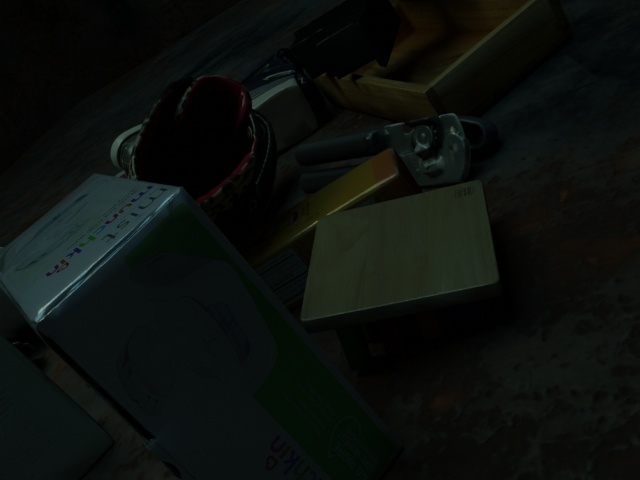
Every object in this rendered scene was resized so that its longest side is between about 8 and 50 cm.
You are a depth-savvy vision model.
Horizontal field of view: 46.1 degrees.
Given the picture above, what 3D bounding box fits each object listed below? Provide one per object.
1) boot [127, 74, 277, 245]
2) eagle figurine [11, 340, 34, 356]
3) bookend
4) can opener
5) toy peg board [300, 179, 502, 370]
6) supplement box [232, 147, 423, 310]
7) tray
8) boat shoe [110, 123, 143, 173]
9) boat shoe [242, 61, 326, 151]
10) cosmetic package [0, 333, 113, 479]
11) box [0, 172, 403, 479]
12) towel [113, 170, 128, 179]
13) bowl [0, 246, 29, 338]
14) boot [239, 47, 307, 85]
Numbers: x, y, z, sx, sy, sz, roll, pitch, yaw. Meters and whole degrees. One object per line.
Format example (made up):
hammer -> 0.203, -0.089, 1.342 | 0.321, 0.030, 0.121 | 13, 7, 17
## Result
boot -> -0.131, -0.086, 0.905 | 0.377, 0.138, 0.284 | -61, -2, -34
eagle figurine -> -0.592, 0.242, 1.105 | 0.299, 0.225, 0.226 | 5, 86, 17
bookend -> 0.025, -0.280, 1.090 | 0.156, 0.072, 0.157 | -24, 28, 29
can opener -> 0.085, -0.101, 0.904 | 0.095, 0.075, 0.283 | -15, 8, -36
toy peg board -> 0.078, 0.035, 0.667 | 0.161, 0.079, 0.161 | -13, 32, 14
supplement box -> 0.000, 0.000, 0.808 | 0.234, 0.080, 0.078 | -29, 25, 14
tray -> 0.145, -0.262, 1.073 | 0.203, 0.076, 0.411 | -40, 25, -6
boat shoe -> -0.288, -0.228, 1.564 | 0.091, 0.109, 0.305 | 27, 53, 34
boat shoe -> -0.152, -0.183, 1.279 | 0.341, 0.127, 0.158 | -24, 29, 7
cosmetic package -> -0.445, 0.242, 0.734 | 0.377, 0.284, 0.097 | -47, 26, -20
box -> -0.106, 0.088, 0.574 | 0.127, 0.262, 0.231 | -46, 25, -18
towel -> -0.445, -0.088, 1.605 | 0.237, 0.037, 0.329 | -36, 24, 1
bowl -> -0.559, 0.085, 1.236 | 0.298, 0.298, 0.134 | -5, 71, 50
boot -> -0.127, -0.289, 1.451 | 0.207, 0.094, 0.246 | -37, 31, 11
